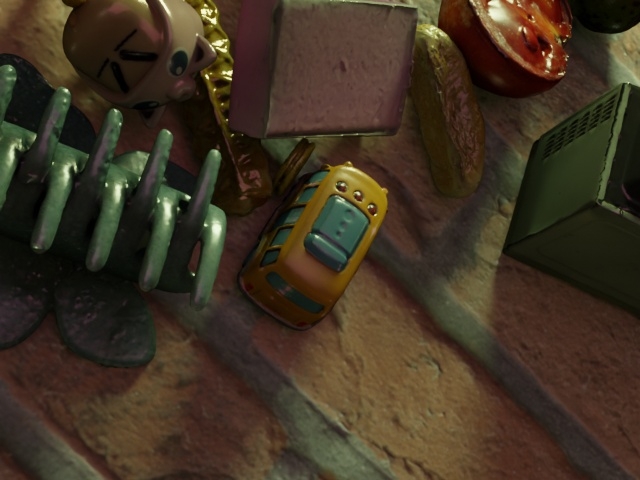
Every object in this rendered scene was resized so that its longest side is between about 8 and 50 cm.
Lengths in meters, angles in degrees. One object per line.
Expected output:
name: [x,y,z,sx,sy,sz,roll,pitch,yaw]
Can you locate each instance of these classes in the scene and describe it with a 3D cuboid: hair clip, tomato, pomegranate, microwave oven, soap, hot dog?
hair clip: [-0.274,-0.029,1.292,0.318,0.238,0.392,23,69,-19]
tomato: [0.249,-0.298,1.628,0.200,0.139,0.233,40,45,-15]
pomegranate: [0.419,-0.373,1.723,0.169,0.148,0.148,-30,89,-19]
microwave oven: [0.485,-0.037,1.587,0.355,0.286,0.218,24,68,-11]
soap: [0.005,-0.223,1.459,0.259,0.081,0.181,-8,111,-44]
hot dog: [0.177,-0.180,1.571,0.073,0.084,0.243,-19,98,-18]

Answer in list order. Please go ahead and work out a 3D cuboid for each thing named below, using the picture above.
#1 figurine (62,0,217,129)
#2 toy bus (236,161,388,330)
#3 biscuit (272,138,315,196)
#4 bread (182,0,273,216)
figurine: [-0.259,-0.276,1.377,0.186,0.176,0.287,-18,76,-53]
toy bus: [0.000,0.000,1.451,0.126,0.136,0.209,36,65,-11]
biscuit: [-0.037,-0.096,1.489,0.023,0.084,0.084,34,66,-1]
bread: [-0.147,-0.206,1.474,0.077,0.084,0.368,-2,71,-65]
